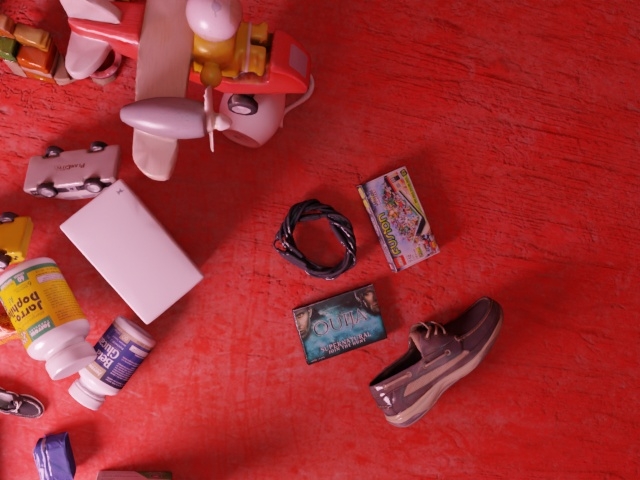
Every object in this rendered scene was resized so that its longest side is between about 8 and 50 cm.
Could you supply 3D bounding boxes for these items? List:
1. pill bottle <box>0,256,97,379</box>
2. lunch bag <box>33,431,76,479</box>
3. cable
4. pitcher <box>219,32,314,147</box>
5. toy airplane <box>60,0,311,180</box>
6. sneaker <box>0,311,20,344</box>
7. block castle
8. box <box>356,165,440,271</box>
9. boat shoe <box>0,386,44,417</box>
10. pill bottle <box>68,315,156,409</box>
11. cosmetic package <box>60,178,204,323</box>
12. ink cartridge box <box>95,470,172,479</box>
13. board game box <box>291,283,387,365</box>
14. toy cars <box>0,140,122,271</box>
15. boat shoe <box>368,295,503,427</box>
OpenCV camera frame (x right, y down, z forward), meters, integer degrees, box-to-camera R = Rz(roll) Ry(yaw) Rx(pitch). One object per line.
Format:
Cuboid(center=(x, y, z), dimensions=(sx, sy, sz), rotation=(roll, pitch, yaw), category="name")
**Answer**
Cuboid(center=(-0.501, 0.146, 1.216), dimensions=(0.117, 0.117, 0.208), rotation=(-30, 79, -11), category="pill bottle")
Cuboid(center=(-0.516, 0.419, 1.269), dimensions=(0.065, 0.067, 0.098), rotation=(-13, 93, -14), category="lunch bag")
Cuboid(center=(0.000, 0.000, 1.407), dimensions=(0.184, 0.047, 0.151), rotation=(30, 79, -10), category="cable")
Cuboid(center=(-0.105, -0.288, 1.343), dimensions=(0.177, 0.125, 0.207), rotation=(27, 77, -32), category="pitcher")
Cuboid(center=(-0.225, -0.346, 1.075), dimensions=(0.384, 0.272, 0.386), rotation=(-38, 101, -26), category="toy airplane")
Cuboid(center=(-0.630, 0.176, 1.252), dimensions=(0.175, 0.064, 0.067), rotation=(2, 112, -10), category="sneaker")
Cuboid(center=(-0.558, -0.474, 1.175), dimensions=(0.453, 0.213, 0.303), rotation=(14, 87, -14), category="block castle")
Cuboid(center=(0.172, -0.047, 1.446), dimensions=(0.114, 0.036, 0.207), rotation=(-25, 96, -12), category="box")
Cuboid(center=(-0.595, 0.311, 1.264), dimensions=(0.125, 0.038, 0.046), rotation=(30, 84, -12), category="boat shoe")
Cuboid(center=(-0.407, 0.239, 1.279), dimensions=(0.094, 0.094, 0.169), rotation=(38, 82, -11), category="pill bottle")
Cuboid(center=(-0.342, 0.018, 1.226), dimensions=(0.138, 0.224, 0.224), rotation=(-41, 99, -10), category="cosmetic package")
Cuboid(center=(-0.356, 0.509, 1.237), dimensions=(0.153, 0.208, 0.087), rotation=(6, 89, -14), category="ink cartridge box")
Cuboid(center=(0.042, 0.180, 1.423), dimensions=(0.186, 0.026, 0.126), rotation=(-17, 95, -13), category="board game box")
Cuboid(center=(-0.537, -0.054, 1.246), dimensions=(0.393, 0.087, 0.176), rotation=(-41, 62, -11), category="toy cars")
Cuboid(center=(0.249, 0.240, 1.421), dimensions=(0.355, 0.132, 0.130), rotation=(-45, 100, -11), category="boat shoe")
